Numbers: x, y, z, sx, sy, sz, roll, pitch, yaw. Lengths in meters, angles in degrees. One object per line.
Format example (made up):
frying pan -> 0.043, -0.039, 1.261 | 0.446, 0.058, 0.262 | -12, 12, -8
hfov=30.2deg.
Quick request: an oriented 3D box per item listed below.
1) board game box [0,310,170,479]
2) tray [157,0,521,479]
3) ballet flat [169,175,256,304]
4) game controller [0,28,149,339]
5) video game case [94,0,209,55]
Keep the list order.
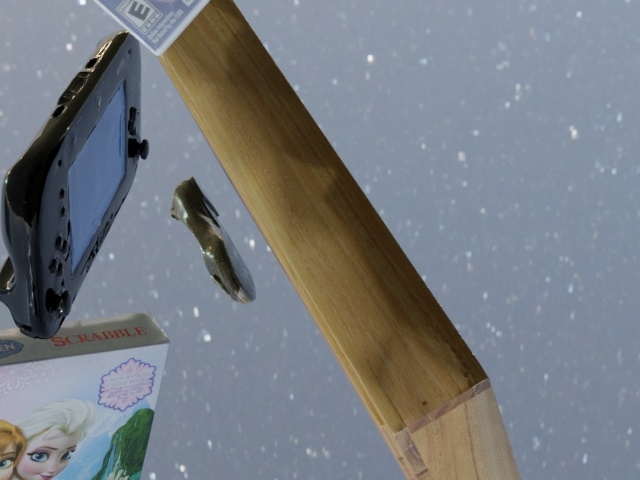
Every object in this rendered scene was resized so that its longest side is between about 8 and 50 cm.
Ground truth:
board game box -> -0.342, 0.239, 1.283 | 0.318, 0.318, 0.066 | -6, -145, -34
tray -> 0.000, 0.000, 0.877 | 0.076, 0.203, 0.411 | -30, -123, -2
ballet flat -> -0.147, 0.004, 1.546 | 0.058, 0.084, 0.250 | -32, -134, 0
game controller -> -0.204, -0.060, 1.023 | 0.067, 0.166, 0.319 | 15, -147, -2
video game case -> -0.111, -0.258, 0.793 | 0.201, 0.183, 0.023 | -47, -165, 7
